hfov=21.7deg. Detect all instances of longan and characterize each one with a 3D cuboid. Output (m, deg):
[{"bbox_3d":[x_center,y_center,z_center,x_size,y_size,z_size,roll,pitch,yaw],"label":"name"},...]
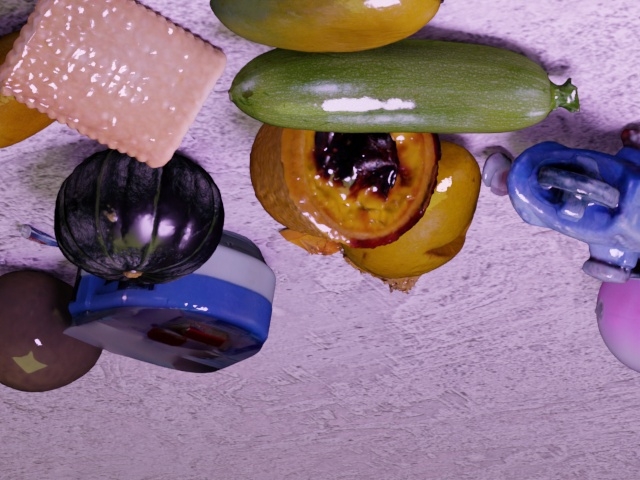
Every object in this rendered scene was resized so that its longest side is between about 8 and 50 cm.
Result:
[{"bbox_3d":[-0.438,0.140,2.534,0.198,0.198,0.212,-16,150,37],"label":"longan"}]

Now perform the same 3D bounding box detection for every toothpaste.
[{"bbox_3d":[-0.404,-0.004,2.399,0.027,0.019,0.083,6,167,34],"label":"toothpaste"}]

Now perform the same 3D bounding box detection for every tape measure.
[{"bbox_3d":[-0.200,0.079,2.419,0.259,0.138,0.262,20,152,-36],"label":"tape measure"}]

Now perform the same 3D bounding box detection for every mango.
[{"bbox_3d":[-0.332,-0.181,1.890,0.227,0.099,0.136,-25,151,31],"label":"mango"},{"bbox_3d":[0.118,-0.040,2.116,0.167,0.130,0.262,7,152,-9],"label":"mango"},{"bbox_3d":[0.009,-0.244,1.710,0.237,0.091,0.137,-5,155,33],"label":"mango"}]

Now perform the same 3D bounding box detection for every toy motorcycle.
[{"bbox_3d":[0.339,-0.030,2.035,0.319,0.182,0.241,19,152,-35],"label":"toy motorcycle"}]

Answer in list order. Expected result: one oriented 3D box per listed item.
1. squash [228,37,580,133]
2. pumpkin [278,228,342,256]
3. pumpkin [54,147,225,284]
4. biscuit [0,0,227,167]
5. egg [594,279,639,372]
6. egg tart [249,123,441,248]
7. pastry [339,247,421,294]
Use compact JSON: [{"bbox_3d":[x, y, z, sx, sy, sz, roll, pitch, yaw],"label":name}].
[{"bbox_3d":[0.097,-0.168,1.821,0.395,0.107,0.107,1,158,-14],"label":"squash"},{"bbox_3d":[0.000,0.000,2.336,0.101,0.035,0.073,-14,149,38],"label":"pumpkin"},{"bbox_3d":[-0.232,-0.029,2.145,0.220,0.162,0.220,6,161,2],"label":"pumpkin"},{"bbox_3d":[-0.226,-0.187,1.827,0.250,0.160,0.030,25,-171,-43],"label":"biscuit"},{"bbox_3d":[0.514,0.098,2.302,0.271,0.196,0.196,0,159,-23],"label":"egg"},{"bbox_3d":[0.020,-0.095,1.933,0.215,0.215,0.171,17,169,-29],"label":"egg tart"},{"bbox_3d":[0.092,0.023,2.337,0.056,0.080,0.140,38,-178,43],"label":"pastry"}]
